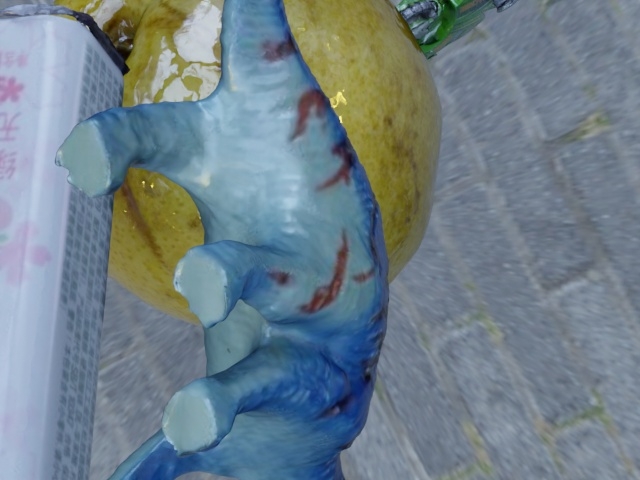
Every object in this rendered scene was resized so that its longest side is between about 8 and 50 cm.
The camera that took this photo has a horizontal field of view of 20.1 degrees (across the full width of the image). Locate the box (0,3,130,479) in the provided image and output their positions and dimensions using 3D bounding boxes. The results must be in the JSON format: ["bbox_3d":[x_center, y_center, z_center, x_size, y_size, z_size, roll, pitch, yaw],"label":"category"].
[{"bbox_3d":[-0.215,0.050,0.982,0.190,0.112,0.369,-4,69,12],"label":"box"}]

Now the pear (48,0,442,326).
[{"bbox_3d":[-0.059,-0.080,1.330,0.314,0.314,0.314,0,90,-1],"label":"pear"}]

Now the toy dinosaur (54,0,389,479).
[{"bbox_3d":[-0.018,0.020,0.591,0.144,0.076,0.329,-26,111,-42],"label":"toy dinosaur"}]

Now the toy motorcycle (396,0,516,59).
[{"bbox_3d":[0.122,-0.208,1.579,0.190,0.106,0.074,-31,80,-24],"label":"toy motorcycle"}]
